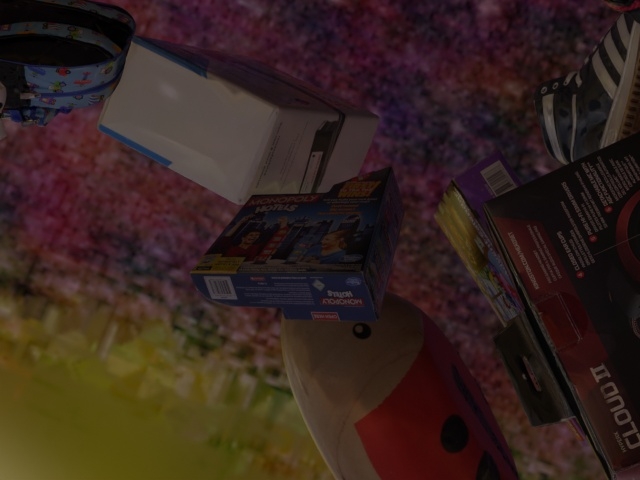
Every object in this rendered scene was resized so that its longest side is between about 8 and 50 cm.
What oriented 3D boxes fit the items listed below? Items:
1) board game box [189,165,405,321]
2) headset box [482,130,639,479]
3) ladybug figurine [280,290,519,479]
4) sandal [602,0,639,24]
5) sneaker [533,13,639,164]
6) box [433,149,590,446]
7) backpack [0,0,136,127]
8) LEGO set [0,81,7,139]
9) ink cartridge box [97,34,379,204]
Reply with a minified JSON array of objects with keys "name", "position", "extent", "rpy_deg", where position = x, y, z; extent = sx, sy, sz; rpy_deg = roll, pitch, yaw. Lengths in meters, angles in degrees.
[{"name":"board game box","position":[0.000,0.000,1.285],"extent":[0.194,0.194,0.060],"rpy_deg":[0,123,29]},{"name":"headset box","position":[0.261,0.033,0.860],"extent":[0.293,0.218,0.110],"rpy_deg":[-25,148,5]},{"name":"ladybug figurine","position":[0.114,0.228,1.545],"extent":[0.161,0.305,0.449],"rpy_deg":[-25,119,16]},{"name":"sandal","position":[0.266,-0.237,1.145],"extent":[0.179,0.040,0.067],"rpy_deg":[44,138,33]},{"name":"sneaker","position":[0.328,-0.200,1.391],"extent":[0.099,0.282,0.153],"rpy_deg":[11,-171,-31]},{"name":"box","position":[0.218,0.066,1.253],"extent":[0.293,0.057,0.201],"rpy_deg":[58,175,8]},{"name":"backpack","position":[-0.287,-0.197,1.376],"extent":[0.173,0.158,0.117],"rpy_deg":[6,128,4]},{"name":"LEGO set","position":[-0.344,-0.054,0.948],"extent":[0.087,0.227,0.093],"rpy_deg":[46,157,24]},{"name":"ink cartridge box","position":[-0.119,-0.189,2.063],"extent":[0.285,0.166,0.395],"rpy_deg":[28,-167,21]}]
